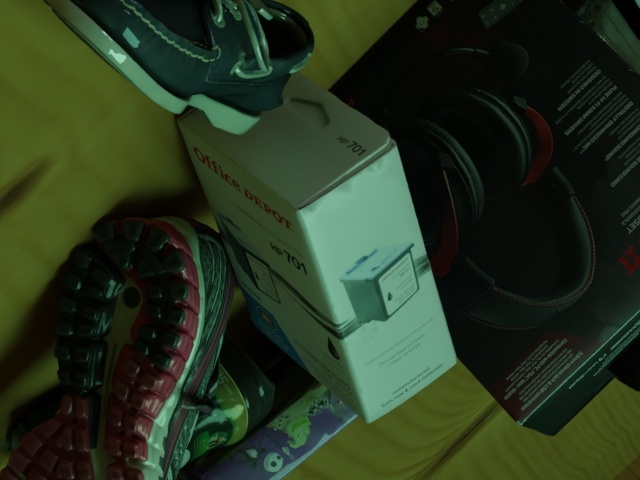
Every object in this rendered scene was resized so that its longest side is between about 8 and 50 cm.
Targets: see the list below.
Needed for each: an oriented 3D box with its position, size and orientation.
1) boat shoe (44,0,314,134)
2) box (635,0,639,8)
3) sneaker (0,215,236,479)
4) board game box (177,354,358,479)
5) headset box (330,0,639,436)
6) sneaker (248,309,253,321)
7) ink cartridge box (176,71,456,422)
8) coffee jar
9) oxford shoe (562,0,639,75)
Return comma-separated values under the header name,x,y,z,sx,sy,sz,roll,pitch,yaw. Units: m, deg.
name,x,y,z,sx,sy,sz,roll,pitch,yaw
boat shoe,-0.065,-0.113,1.064,0.079,0.095,0.254,-44,161,10
box,0.245,-0.251,1.290,0.169,0.087,0.290,-23,163,13
sneaker,-0.125,0.129,1.323,0.112,0.121,0.299,-6,119,-64
board game box,0.033,0.089,1.605,0.347,0.056,0.208,-38,-177,-10
headset box,0.148,-0.026,1.346,0.218,0.293,0.110,-44,160,8
sneaker,0.016,0.009,1.520,0.185,0.069,0.084,-32,150,-42
ink cartridge box,0.000,0.000,1.254,0.082,0.139,0.190,-35,133,-17
coffee jar,-0.126,0.131,1.449,0.184,0.096,0.079,-31,156,-28
oxford shoe,0.258,-0.131,1.586,0.132,0.130,0.364,-57,158,16
